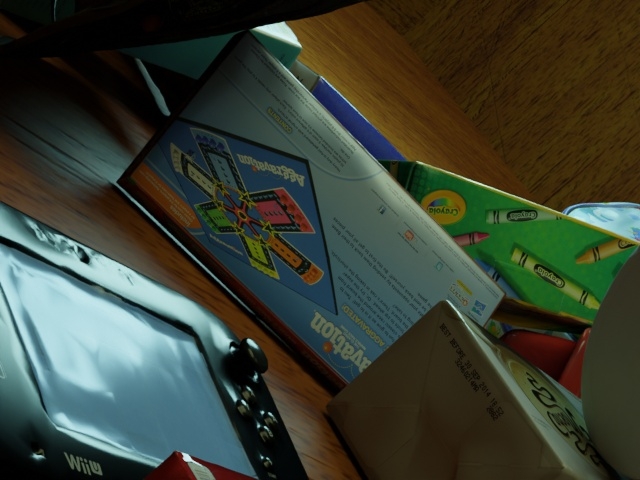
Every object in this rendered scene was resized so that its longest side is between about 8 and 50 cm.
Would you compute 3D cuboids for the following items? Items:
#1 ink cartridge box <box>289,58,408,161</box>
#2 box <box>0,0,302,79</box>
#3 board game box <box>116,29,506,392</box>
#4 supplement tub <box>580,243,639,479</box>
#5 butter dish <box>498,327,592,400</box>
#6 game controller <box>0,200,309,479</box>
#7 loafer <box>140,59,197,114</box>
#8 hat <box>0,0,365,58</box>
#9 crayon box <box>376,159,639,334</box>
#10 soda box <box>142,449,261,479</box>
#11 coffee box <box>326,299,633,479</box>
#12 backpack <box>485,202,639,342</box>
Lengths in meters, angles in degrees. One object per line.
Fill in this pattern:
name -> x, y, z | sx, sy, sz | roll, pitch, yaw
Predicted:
ink cartridge box -> -0.004, -0.112, 1.786 | 0.165, 0.065, 0.332 | 43, 2, -31
box -> -0.139, -0.187, 1.453 | 0.244, 0.060, 0.100 | 18, 27, -33
board game box -> 0.000, 0.000, 1.333 | 0.281, 0.145, 0.027 | 45, -26, -18
supplement tub -> 0.370, 0.124, 1.298 | 0.331, 0.241, 0.241 | 25, 20, -27
butter dish -> 0.157, 0.131, 1.527 | 0.118, 0.160, 0.160 | 25, -1, 18
game controller -> -0.096, 0.068, 0.853 | 0.166, 0.067, 0.319 | 54, 12, 32
loafer -> -0.096, -0.135, 1.593 | 0.096, 0.084, 0.267 | -3, 45, -33
hat -> -0.083, -0.205, 1.253 | 0.331, 0.331, 0.134 | -29, 111, -80
crayon box -> 0.121, 0.008, 1.530 | 0.278, 0.081, 0.165 | 18, -8, -34
soda box -> 0.000, 0.204, 0.654 | 0.263, 0.092, 0.083 | 53, 11, 31
coffee box -> 0.157, 0.186, 1.310 | 0.297, 0.119, 0.168 | 37, 15, -45
backpack -> 0.328, 0.124, 1.919 | 0.290, 0.273, 0.355 | -4, 23, -29
